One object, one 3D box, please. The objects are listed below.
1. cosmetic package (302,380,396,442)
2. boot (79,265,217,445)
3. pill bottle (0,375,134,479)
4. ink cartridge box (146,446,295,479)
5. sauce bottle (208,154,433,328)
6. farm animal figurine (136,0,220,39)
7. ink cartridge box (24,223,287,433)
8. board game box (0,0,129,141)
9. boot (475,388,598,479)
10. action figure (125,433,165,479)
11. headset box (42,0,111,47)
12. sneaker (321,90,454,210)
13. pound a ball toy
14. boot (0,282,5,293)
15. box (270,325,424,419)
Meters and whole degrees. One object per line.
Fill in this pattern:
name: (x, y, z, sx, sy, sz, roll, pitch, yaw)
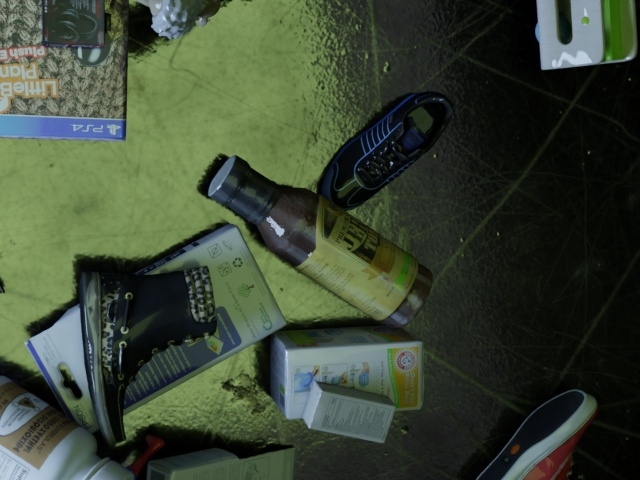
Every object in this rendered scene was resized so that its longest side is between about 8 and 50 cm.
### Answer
cosmetic package: (0.040, 0.237, 1.559, 0.115, 0.041, 0.060, 16, 99, -18)
boot: (-0.225, 0.149, 1.509, 0.179, 0.085, 0.236, -7, 96, -17)
pill bottle: (-0.368, 0.289, 1.484, 0.229, 0.131, 0.131, 31, 87, 9)
ink cartridge box: (-0.149, 0.436, 1.621, 0.239, 0.060, 0.275, -1, 98, -48)
sauce bottle: (0.000, 0.000, 1.604, 0.344, 0.111, 0.111, 32, 87, -17)
farm animal figurine: (-0.097, -0.417, 1.434, 0.172, 0.327, 0.330, 25, 107, -4)
ink cartridge box: (-0.229, 0.124, 1.580, 0.333, 0.065, 0.165, -28, 102, -12)
board game box: (-0.370, -0.277, 1.459, 0.232, 0.141, 0.290, 0, 95, -15)
boot: (0.377, 0.364, 1.761, 0.176, 0.088, 0.244, 42, 92, -16)
action figure: (-0.329, 0.396, 1.577, 0.280, 0.139, 0.091, -43, 104, -31)
headset box: (-0.300, -0.270, 1.387, 0.083, 0.032, 0.062, 1, 95, -14)
sneaker: (0.097, -0.131, 1.628, 0.081, 0.090, 0.232, 45, 83, -15)
pound a ball toy: (0.346, -0.410, 1.627, 0.208, 0.136, 0.319, -15, 102, -50)
boot: (-0.499, 0.064, 1.513, 0.114, 0.037, 0.106, -42, 91, -11)
box: (0.037, 0.188, 1.631, 0.203, 0.114, 0.103, -2, 99, -14)
